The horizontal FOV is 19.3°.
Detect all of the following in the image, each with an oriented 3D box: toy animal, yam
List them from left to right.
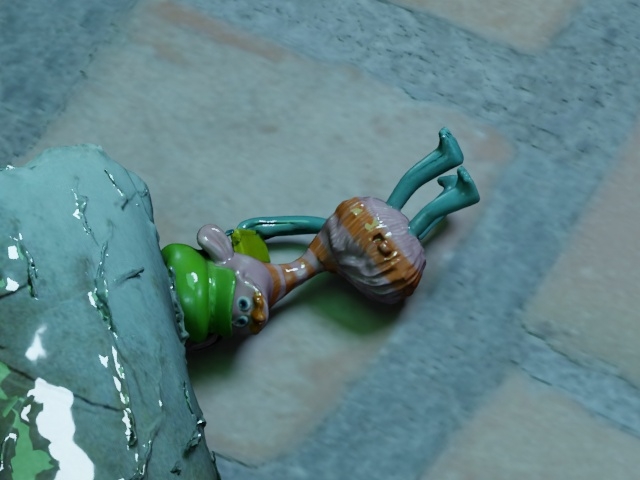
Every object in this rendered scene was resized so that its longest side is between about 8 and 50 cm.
[{"bbox_3d":[-0.162,0.139,1.009,0.241,0.241,0.348,-15,58,-7],"label":"yam"},{"bbox_3d":[0.000,0.000,1.173,0.208,0.100,0.103,-26,35,-4],"label":"toy animal"}]
